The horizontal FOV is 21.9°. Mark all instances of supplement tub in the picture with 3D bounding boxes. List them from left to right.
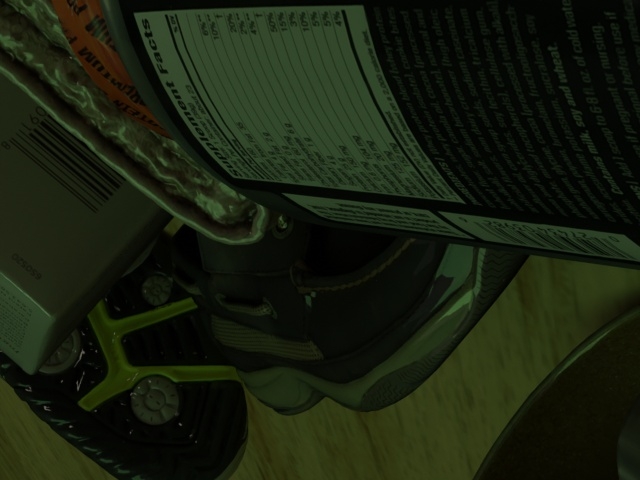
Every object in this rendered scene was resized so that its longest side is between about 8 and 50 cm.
[{"bbox_3d":[0.067,-0.091,0.446,0.316,0.193,0.193,10,143,51],"label":"supplement tub"}]

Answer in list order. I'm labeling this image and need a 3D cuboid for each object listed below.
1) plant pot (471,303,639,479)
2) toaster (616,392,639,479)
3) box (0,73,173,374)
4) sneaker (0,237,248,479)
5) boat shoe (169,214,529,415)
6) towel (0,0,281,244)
[{"bbox_3d":[0.212,0.185,0.729,0.254,0.237,0.237,31,160,-15],"label":"plant pot"},{"bbox_3d":[0.190,0.039,0.505,0.129,0.227,0.146,40,174,-1],"label":"toaster"},{"bbox_3d":[-0.150,-0.064,0.835,0.182,0.181,0.119,39,156,0],"label":"box"},{"bbox_3d":[-0.187,0.042,1.170,0.385,0.145,0.147,41,167,24],"label":"sneaker"},{"bbox_3d":[0.000,0.000,0.789,0.130,0.132,0.355,41,156,-7],"label":"boat shoe"},{"bbox_3d":[-0.099,-0.133,0.654,0.282,0.187,0.049,40,124,-5],"label":"towel"}]
